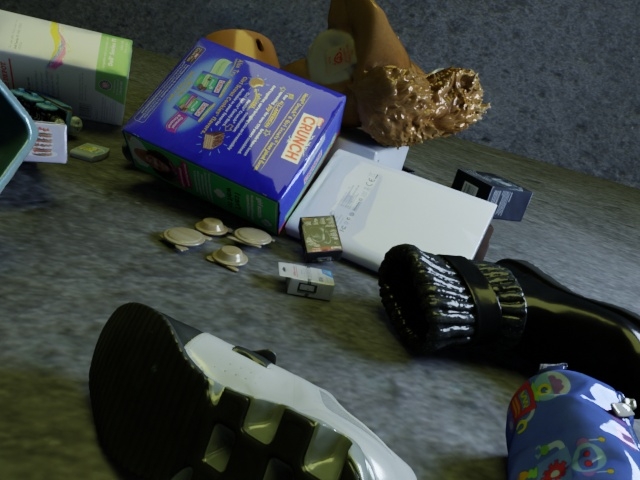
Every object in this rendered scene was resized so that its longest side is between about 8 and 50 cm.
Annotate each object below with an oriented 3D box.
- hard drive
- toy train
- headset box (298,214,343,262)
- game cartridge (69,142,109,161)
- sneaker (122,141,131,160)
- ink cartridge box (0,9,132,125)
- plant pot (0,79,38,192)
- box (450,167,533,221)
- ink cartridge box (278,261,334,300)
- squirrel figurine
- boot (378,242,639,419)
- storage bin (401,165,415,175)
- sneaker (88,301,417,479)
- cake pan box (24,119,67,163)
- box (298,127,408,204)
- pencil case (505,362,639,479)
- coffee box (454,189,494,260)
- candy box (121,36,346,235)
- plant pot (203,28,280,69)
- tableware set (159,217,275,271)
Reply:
[{"bbox_3d":[0.127,-0.036,1.009,0.318,0.040,0.210,23,61,18],"label":"hard drive"},{"bbox_3d":[-0.598,-0.276,1.215,0.184,0.080,0.105,26,17,26],"label":"toy train"},{"bbox_3d":[0.000,0.000,0.943,0.062,0.032,0.083,-5,56,-13],"label":"headset box"},{"bbox_3d":[-0.469,-0.181,1.148,0.056,0.017,0.083,18,21,-4],"label":"game cartridge"},{"bbox_3d":[-0.264,-0.156,1.142,0.300,0.111,0.121,18,40,7],"label":"sneaker"},{"bbox_3d":[-0.631,-0.398,1.295,0.353,0.207,0.119,7,65,-21],"label":"ink cartridge box"},{"bbox_3d":[-0.511,-0.112,0.564,0.252,0.248,0.247,-2,51,16],"label":"plant pot"},{"bbox_3d":[0.477,-0.130,1.580,0.158,0.093,0.156,5,23,-30],"label":"box"},{"bbox_3d":[-0.025,0.060,0.832,0.083,0.028,0.048,12,21,-11],"label":"ink cartridge box"},{"bbox_3d":[0.160,-0.324,1.237,0.397,0.281,0.370,45,21,29],"label":"squirrel figurine"},{"bbox_3d":[0.254,0.117,0.743,0.260,0.131,0.348,7,16,-30],"label":"boot"},{"bbox_3d":[0.138,-0.169,1.450,0.180,0.084,0.122,33,26,36],"label":"storage bin"},{"bbox_3d":[-0.069,0.154,0.473,0.330,0.122,0.146,23,-2,37],"label":"sneaker"},{"bbox_3d":[-0.557,-0.159,0.861,0.267,0.070,0.246,-1,5,-39],"label":"cake pan box"},{"bbox_3d":[-0.011,-0.184,1.263,0.345,0.168,0.215,23,21,20],"label":"box"},{"bbox_3d":[0.225,0.225,0.454,0.119,0.133,0.306,46,23,-4],"label":"pencil case"},{"bbox_3d":[0.260,-0.039,1.186,0.141,0.098,0.246,14,21,-4],"label":"coffee box"},{"bbox_3d":[-0.151,-0.201,1.042,0.317,0.122,0.268,25,63,10],"label":"candy box"},{"bbox_3d":[-0.219,-0.417,1.479,0.291,0.203,0.291,-3,-8,0],"label":"plant pot"},{"bbox_3d":[-0.163,-0.002,0.905,0.141,0.020,0.168,19,22,15],"label":"tableware set"}]
